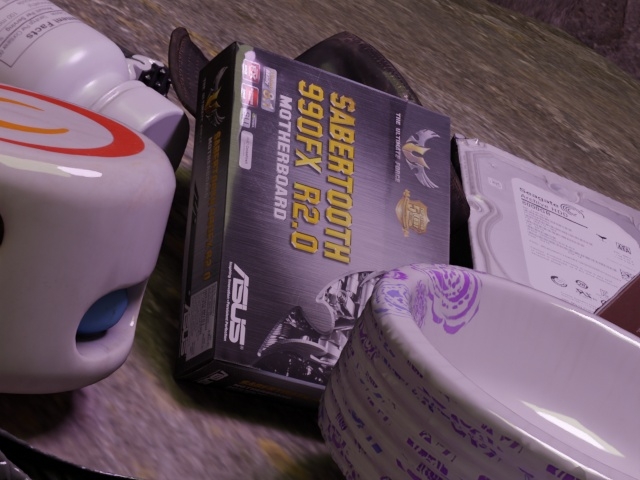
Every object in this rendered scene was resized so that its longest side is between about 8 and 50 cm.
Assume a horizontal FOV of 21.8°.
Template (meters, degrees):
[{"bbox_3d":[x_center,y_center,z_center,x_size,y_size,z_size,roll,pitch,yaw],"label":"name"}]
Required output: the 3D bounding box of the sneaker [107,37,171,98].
[{"bbox_3d":[-0.221,-0.144,1.435,0.106,0.078,0.234,28,13,15],"label":"sneaker"}]

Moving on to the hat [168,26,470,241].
[{"bbox_3d":[0.029,-0.070,1.312,0.331,0.134,0.331,48,9,-10],"label":"hat"}]

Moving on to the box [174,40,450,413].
[{"bbox_3d":[0.000,0.000,1.126,0.183,0.056,0.231,17,63,-28],"label":"box"}]

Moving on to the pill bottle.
[{"bbox_3d":[-0.216,-0.111,1.238,0.229,0.131,0.131,33,18,17],"label":"pill bottle"}]

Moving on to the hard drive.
[{"bbox_3d":[0.220,0.037,1.485,0.237,0.064,0.339,24,25,-10],"label":"hard drive"}]

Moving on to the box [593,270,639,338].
[{"bbox_3d":[0.353,0.175,1.110,0.381,0.143,0.191,43,-9,39],"label":"box"}]

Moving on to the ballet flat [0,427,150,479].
[{"bbox_3d":[-0.114,0.127,0.826,0.173,0.049,0.057,18,19,-26],"label":"ballet flat"}]

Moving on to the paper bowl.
[{"bbox_3d":[0.131,0.142,0.977,0.284,0.148,0.284,24,17,-8],"label":"paper bowl"}]

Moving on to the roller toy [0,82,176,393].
[{"bbox_3d":[-0.190,-0.002,0.931,0.209,0.146,0.191,8,16,-31],"label":"roller toy"}]
